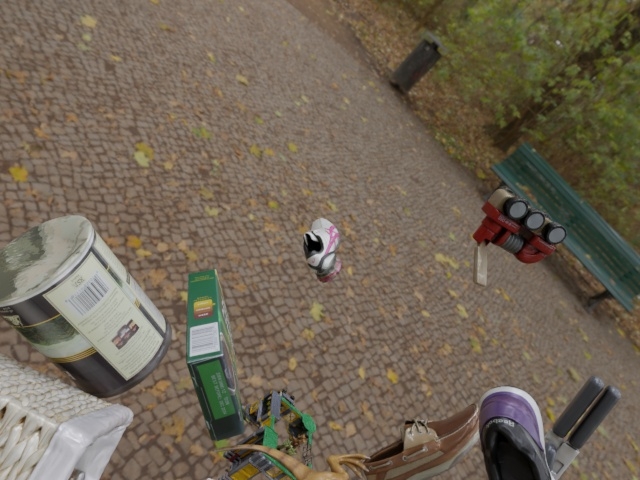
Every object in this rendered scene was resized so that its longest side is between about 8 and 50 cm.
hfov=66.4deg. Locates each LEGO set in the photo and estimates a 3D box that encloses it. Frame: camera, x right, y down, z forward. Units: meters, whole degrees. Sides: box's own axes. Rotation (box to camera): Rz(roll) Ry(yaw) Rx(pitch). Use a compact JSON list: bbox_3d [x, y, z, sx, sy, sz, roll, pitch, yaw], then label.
[{"bbox_3d":[-0.152,0.595,1.362,0.255,0.192,0.331,44,18,-26],"label":"LEGO set"}]

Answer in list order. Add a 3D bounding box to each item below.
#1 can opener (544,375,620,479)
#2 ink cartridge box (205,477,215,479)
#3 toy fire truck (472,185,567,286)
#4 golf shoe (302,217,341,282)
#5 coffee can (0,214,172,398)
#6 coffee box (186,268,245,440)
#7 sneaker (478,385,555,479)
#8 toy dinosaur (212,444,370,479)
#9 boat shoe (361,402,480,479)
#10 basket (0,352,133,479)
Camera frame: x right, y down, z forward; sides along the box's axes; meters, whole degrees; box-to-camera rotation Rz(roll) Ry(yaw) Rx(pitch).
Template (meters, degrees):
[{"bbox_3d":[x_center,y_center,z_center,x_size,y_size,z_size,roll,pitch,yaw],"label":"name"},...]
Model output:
[{"bbox_3d":[0.564,0.440,1.100,0.076,0.283,0.095,33,18,19],"label":"can opener"},{"bbox_3d":[-0.117,0.513,0.816,0.225,0.056,0.181,22,74,-7],"label":"ink cartridge box"},{"bbox_3d":[0.516,0.012,1.346,0.217,0.246,0.158,29,21,-16],"label":"toy fire truck"},{"bbox_3d":[0.000,0.000,1.027,0.086,0.068,0.186,53,17,-31],"label":"golf shoe"},{"bbox_3d":[-0.425,0.121,0.879,0.201,0.202,0.275,-90,163,-50],"label":"coffee can"},{"bbox_3d":[-0.125,0.123,0.574,0.041,0.113,0.184,-13,26,-9],"label":"coffee box"},{"bbox_3d":[0.274,0.353,0.655,0.124,0.107,0.283,-25,93,-64],"label":"sneaker"},{"bbox_3d":[-0.001,0.256,0.509,0.211,0.064,0.112,32,12,37],"label":"toy dinosaur"},{"bbox_3d":[0.233,0.471,1.124,0.116,0.324,0.123,52,4,8],"label":"boat shoe"},{"bbox_3d":[-0.480,0.346,0.673,0.267,0.331,0.328,29,73,-5],"label":"basket"}]
